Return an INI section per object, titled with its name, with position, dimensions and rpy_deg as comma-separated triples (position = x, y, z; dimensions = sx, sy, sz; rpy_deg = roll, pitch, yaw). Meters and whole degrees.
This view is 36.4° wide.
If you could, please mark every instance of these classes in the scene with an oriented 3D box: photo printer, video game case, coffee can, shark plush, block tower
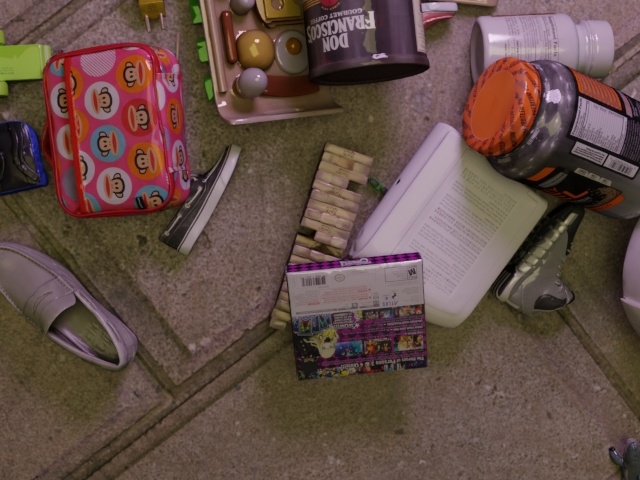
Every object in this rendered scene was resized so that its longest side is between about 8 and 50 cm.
[photo printer]
position = 0.219, -0.013, 1.724
dimensions = 0.256, 0.107, 0.307
rpy_deg = 35, 92, -14
[video game case]
position = 0.064, 0.132, 1.667
dimensions = 0.232, 0.042, 0.210
rpy_deg = -6, 112, -1
[coffee can]
position = 0.066, -0.409, 1.607
dimensions = 0.202, 0.201, 0.275
rpy_deg = -6, 91, -3
[shark plush]
position = 0.584, 0.444, 1.807
dimensions = 0.073, 0.067, 0.161
rpy_deg = -3, 94, -3
[block tower]
position = 0.000, 0.000, 1.730
dimensions = 0.097, 0.091, 0.335
rpy_deg = 19, 93, -4

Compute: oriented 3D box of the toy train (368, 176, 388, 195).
[toy train]
position = 0.120, -0.086, 1.765
dimensions = 0.083, 0.024, 0.017
rpy_deg = 39, 91, -5

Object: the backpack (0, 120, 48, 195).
[backpack]
position = -0.531, -0.143, 1.683
dimensions = 0.098, 0.101, 0.120
rpy_deg = -14, 91, -4

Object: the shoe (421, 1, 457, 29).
[shoe]
position = 0.158, -0.374, 1.730
dimensions = 0.178, 0.063, 0.081
rpy_deg = -7, 96, 2

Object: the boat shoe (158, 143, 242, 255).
[boat shoe]
position = -0.213, -0.081, 1.718
dimensions = 0.070, 0.078, 0.219
rpy_deg = 29, 93, -6

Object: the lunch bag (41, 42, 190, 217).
[lunch bag]
position = -0.364, -0.186, 1.672
dimensions = 0.258, 0.120, 0.293
rpy_deg = -4, 96, 16

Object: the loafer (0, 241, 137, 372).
[loafer]
position = -0.457, 0.115, 1.699
dimensions = 0.319, 0.111, 0.112
rpy_deg = 36, 91, -5

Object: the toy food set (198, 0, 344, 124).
[toy food set]
position = -0.081, -0.358, 1.663
dimensions = 0.220, 0.092, 0.306
rpy_deg = -10, 95, -24

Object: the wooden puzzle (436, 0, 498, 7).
[wooden puzzle]
position = 0.212, -0.537, 1.734
dimensions = 0.239, 0.044, 0.221
rpy_deg = 5, 93, -8

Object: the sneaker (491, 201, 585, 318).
[sneaker]
position = 0.429, 0.046, 1.771
dimensions = 0.132, 0.086, 0.228
rpy_deg = 38, 101, -10

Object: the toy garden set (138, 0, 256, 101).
[toy garden set]
position = -0.217, -0.366, 1.715
dimensions = 0.204, 0.049, 0.244
rpy_deg = -11, 95, -4

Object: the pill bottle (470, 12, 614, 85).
[pill bottle]
position = 0.387, -0.333, 1.710
dimensions = 0.229, 0.131, 0.131
rpy_deg = -3, 94, -3

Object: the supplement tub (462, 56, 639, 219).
[supplement tub]
position = 0.421, -0.175, 1.639
dimensions = 0.338, 0.207, 0.207
rpy_deg = 18, 93, -25

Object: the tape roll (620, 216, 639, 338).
[tape roll]
position = 0.715, 0.047, 1.727
dimensions = 0.392, 0.072, 0.392
rpy_deg = -5, 106, -20

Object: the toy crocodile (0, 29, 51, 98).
[toy crocodile]
position = -0.633, -0.291, 1.675
dimensions = 0.341, 0.105, 0.115
rpy_deg = -9, 94, -7
